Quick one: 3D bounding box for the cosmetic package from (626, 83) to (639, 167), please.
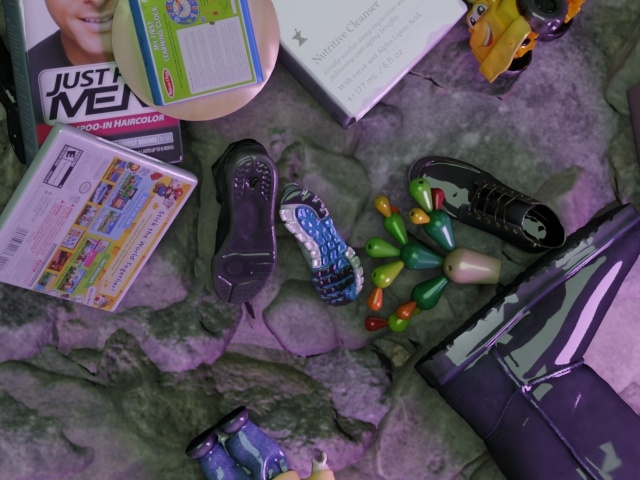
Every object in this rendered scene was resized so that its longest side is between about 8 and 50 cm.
[{"bbox_3d":[0.508,-0.110,1.586,0.127,0.107,0.238,-8,86,-4],"label":"cosmetic package"}]

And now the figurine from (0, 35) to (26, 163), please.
[{"bbox_3d":[-0.474,-0.163,1.529,0.215,0.092,0.209,-34,95,-4],"label":"figurine"}]

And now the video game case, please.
[{"bbox_3d":[-0.296,-0.023,1.472,0.206,0.026,0.227,20,113,-38],"label":"video game case"}]

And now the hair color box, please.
[{"bbox_3d":[-0.293,-0.276,1.456,0.185,0.113,0.375,-11,107,-22],"label":"hair color box"}]

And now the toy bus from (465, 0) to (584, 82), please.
[{"bbox_3d":[0.247,-0.350,1.532,0.211,0.149,0.220,45,64,3],"label":"toy bus"}]

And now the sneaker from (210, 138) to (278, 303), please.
[{"bbox_3d":[-0.103,-0.033,1.557,0.087,0.130,0.228,1,116,-9],"label":"sneaker"}]

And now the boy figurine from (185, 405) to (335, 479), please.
[{"bbox_3d":[-0.049,0.354,1.541,0.177,0.092,0.285,-39,92,-4],"label":"boy figurine"}]

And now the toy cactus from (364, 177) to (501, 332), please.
[{"bbox_3d":[0.148,0.028,1.551,0.180,0.112,0.219,10,98,4],"label":"toy cactus"}]

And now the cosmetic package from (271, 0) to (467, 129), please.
[{"bbox_3d":[-0.019,-0.358,1.527,0.385,0.156,0.217,45,88,-3],"label":"cosmetic package"}]

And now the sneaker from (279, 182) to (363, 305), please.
[{"bbox_3d":[0.000,0.000,1.566,0.071,0.083,0.191,-25,114,-1],"label":"sneaker"}]

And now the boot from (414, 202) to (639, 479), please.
[{"bbox_3d":[0.401,0.227,1.543,0.367,0.146,0.445,-40,88,6],"label":"boot"}]

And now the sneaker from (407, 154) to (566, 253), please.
[{"bbox_3d":[0.227,-0.055,1.555,0.222,0.118,0.083,26,87,-3],"label":"sneaker"}]

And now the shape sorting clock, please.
[{"bbox_3d":[-0.153,-0.250,1.429,0.206,0.040,0.206,-4,107,-14],"label":"shape sorting clock"}]
